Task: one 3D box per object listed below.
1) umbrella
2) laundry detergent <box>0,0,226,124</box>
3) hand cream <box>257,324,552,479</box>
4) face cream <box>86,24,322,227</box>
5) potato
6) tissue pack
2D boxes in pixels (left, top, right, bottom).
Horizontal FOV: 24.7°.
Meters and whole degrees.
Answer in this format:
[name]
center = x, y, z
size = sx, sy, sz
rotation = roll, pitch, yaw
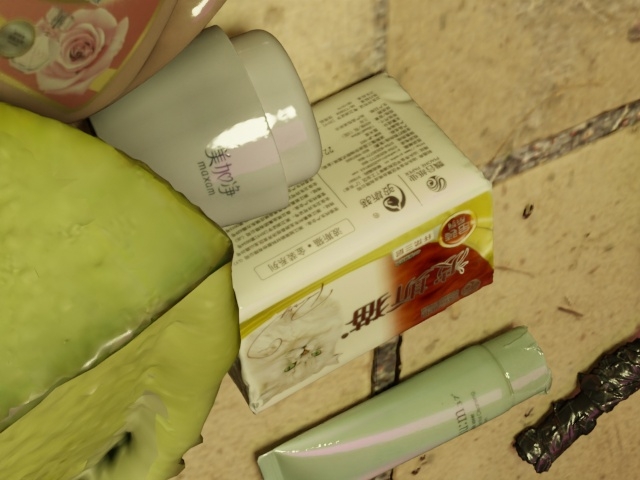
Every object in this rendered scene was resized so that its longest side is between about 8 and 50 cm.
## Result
[umbrella]
center = 0.205, 0.116, 1.095
size = 0.144, 0.040, 0.037
rotation = -44, 149, 12
[laundry detergent]
center = -0.074, -0.155, 0.569
size = 0.237, 0.076, 0.171
rotation = -48, 144, 8
[hand cream]
center = 0.056, 0.120, 0.972
size = 0.205, 0.050, 0.078
rotation = -26, 140, -10
[face cream]
center = -0.054, -0.049, 0.678
size = 0.095, 0.091, 0.091
rotation = -23, 140, -9
[potato]
center = -0.220, 0.074, 0.608
size = 0.330, 0.213, 0.280
rotation = -34, 161, -22
[tissue pack]
center = 0.000, 0.001, 0.757
size = 0.149, 0.106, 0.099
rotation = -27, 142, -15
